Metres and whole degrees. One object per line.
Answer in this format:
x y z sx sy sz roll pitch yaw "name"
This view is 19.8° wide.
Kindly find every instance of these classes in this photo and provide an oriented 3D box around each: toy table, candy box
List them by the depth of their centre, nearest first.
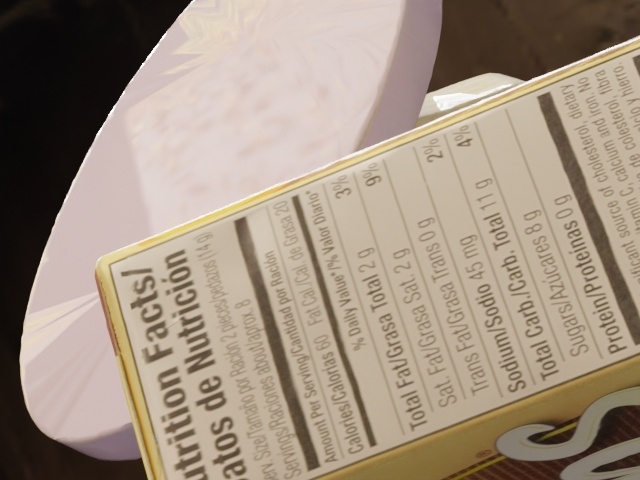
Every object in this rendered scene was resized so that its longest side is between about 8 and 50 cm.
0.121 0.012 0.502 0.316 0.183 0.087 -23 -117 8 "candy box"
0.000 0.000 0.852 0.274 0.161 0.252 -51 -140 4 "toy table"
